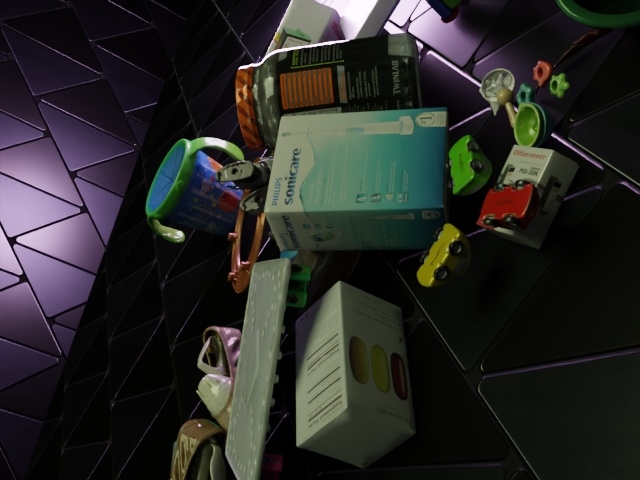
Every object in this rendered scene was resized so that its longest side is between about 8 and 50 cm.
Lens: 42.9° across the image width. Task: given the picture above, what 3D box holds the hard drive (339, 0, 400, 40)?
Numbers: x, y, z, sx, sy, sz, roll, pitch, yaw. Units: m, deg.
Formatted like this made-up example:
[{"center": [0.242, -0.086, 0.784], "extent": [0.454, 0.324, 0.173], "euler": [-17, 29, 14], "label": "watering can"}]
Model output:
[{"center": [0.118, -0.518, 1.728], "extent": [0.210, 0.040, 0.318], "euler": [-57, 15, 19], "label": "hard drive"}]

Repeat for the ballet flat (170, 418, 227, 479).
[{"center": [-0.250, 0.529, 1.633], "extent": [0.124, 0.116, 0.342], "euler": [-9, 60, 38], "label": "ballet flat"}]

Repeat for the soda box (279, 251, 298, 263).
[{"center": [0.000, 0.000, 1.679], "extent": [0.210, 0.067, 0.071], "euler": [-33, 40, 48], "label": "soda box"}]

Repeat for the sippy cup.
[{"center": [-0.326, -0.126, 2.229], "extent": [0.305, 0.224, 0.240], "euler": [-19, 50, 56], "label": "sippy cup"}]

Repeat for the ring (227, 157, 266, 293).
[{"center": [-0.184, -0.038, 1.989], "extent": [0.336, 0.032, 0.336], "euler": [-171, 90, -75], "label": "ring"}]

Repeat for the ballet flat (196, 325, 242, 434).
[{"center": [-0.217, 0.303, 1.768], "extent": [0.107, 0.106, 0.316], "euler": [-53, 28, 22], "label": "ballet flat"}]

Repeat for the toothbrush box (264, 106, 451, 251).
[{"center": [0.071, -0.102, 1.386], "extent": [0.295, 0.126, 0.216], "euler": [-1, 56, 12], "label": "toothbrush box"}]

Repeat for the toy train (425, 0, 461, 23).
[{"center": [0.262, -0.569, 1.678], "extent": [0.143, 0.105, 0.248], "euler": [-38, 35, 25], "label": "toy train"}]

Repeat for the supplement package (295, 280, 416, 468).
[{"center": [0.051, 0.214, 1.306], "extent": [0.134, 0.139, 0.244], "euler": [-46, 32, 35], "label": "supplement package"}]

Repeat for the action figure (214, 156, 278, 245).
[{"center": [-0.089, -0.085, 1.577], "extent": [0.099, 0.285, 0.185], "euler": [-28, 75, 14], "label": "action figure"}]

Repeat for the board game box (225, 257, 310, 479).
[{"center": [-0.102, 0.233, 1.476], "extent": [0.390, 0.050, 0.390], "euler": [167, 113, -77], "label": "board game box"}]

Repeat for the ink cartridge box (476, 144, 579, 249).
[{"center": [0.300, -0.066, 1.186], "extent": [0.135, 0.056, 0.099], "euler": [-65, 25, 0], "label": "ink cartridge box"}]

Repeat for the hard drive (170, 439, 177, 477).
[{"center": [-0.311, 0.503, 1.859], "extent": [0.094, 0.022, 0.135], "euler": [-47, 30, 33], "label": "hard drive"}]

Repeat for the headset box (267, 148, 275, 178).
[{"center": [0.013, -0.213, 1.775], "extent": [0.283, 0.131, 0.246], "euler": [-18, 52, 56], "label": "headset box"}]

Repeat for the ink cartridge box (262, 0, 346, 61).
[{"center": [-0.052, -0.436, 2.015], "extent": [0.278, 0.117, 0.201], "euler": [-64, -12, 1], "label": "ink cartridge box"}]

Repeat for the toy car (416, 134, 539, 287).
[{"center": [0.228, -0.060, 1.190], "extent": [0.239, 0.053, 0.225], "euler": [-43, 33, 41], "label": "toy car"}]

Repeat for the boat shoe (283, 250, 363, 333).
[{"center": [0.003, 0.078, 1.557], "extent": [0.324, 0.116, 0.123], "euler": [118, 146, -50], "label": "boat shoe"}]

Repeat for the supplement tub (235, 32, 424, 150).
[{"center": [0.023, -0.269, 1.539], "extent": [0.338, 0.207, 0.207], "euler": [-5, 50, 9], "label": "supplement tub"}]

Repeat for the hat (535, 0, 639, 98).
[{"center": [0.432, -0.338, 1.228], "extent": [0.208, 0.183, 0.173], "euler": [2, 68, 18], "label": "hat"}]

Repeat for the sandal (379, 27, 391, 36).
[{"center": [0.122, -0.413, 1.804], "extent": [0.076, 0.102, 0.265], "euler": [-52, 19, 26], "label": "sandal"}]

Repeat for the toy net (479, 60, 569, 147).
[{"center": [0.306, -0.233, 1.290], "extent": [0.232, 0.045, 0.122], "euler": [-125, 36, -58], "label": "toy net"}]
